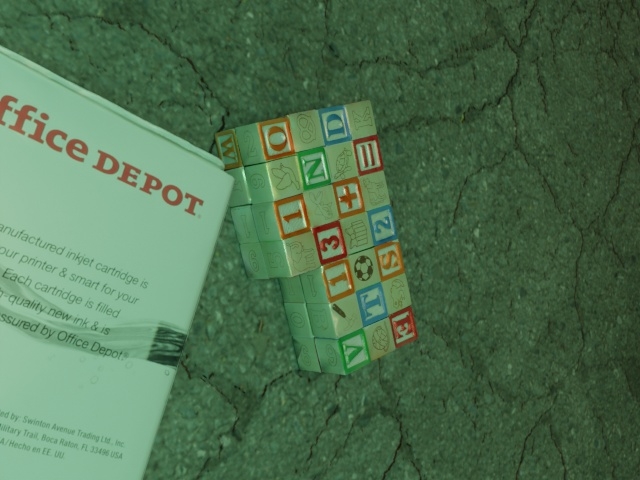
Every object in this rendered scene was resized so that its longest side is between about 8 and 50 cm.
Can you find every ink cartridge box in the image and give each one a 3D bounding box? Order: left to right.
[{"bbox_3d":[-0.273,0.071,0.677,0.285,0.166,0.395,27,72,-36],"label":"ink cartridge box"}]

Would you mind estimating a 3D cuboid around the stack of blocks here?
[{"bbox_3d":[0.000,0.000,0.957,0.171,0.087,0.297,-19,100,-38],"label":"stack of blocks"}]
